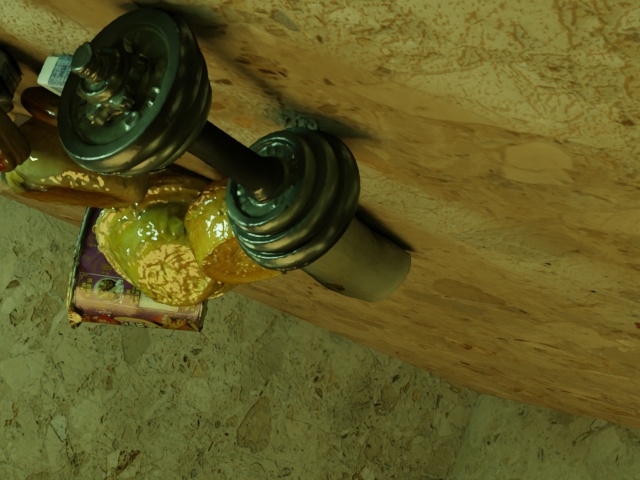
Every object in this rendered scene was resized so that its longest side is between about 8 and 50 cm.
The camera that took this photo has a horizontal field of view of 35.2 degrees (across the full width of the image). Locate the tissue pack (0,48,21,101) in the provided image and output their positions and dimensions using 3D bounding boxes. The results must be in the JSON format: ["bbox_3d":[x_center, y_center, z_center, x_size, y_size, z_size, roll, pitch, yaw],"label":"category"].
[{"bbox_3d":[-0.495,-0.254,1.438,0.112,0.051,0.156,25,171,-7],"label":"tissue pack"}]

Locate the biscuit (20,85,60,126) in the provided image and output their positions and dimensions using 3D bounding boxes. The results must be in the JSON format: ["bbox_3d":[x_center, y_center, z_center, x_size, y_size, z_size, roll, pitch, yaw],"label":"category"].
[{"bbox_3d":[-0.333,-0.176,1.429,0.224,0.033,0.144,16,-163,14],"label":"biscuit"}]

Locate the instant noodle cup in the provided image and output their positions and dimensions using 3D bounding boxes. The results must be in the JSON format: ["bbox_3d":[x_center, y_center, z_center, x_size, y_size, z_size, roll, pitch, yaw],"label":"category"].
[{"bbox_3d":[-0.351,0.049,2.092,0.266,0.340,0.340,13,171,-2],"label":"instant noodle cup"}]

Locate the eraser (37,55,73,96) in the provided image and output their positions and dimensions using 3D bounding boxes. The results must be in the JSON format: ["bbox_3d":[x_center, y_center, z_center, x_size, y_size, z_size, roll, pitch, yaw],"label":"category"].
[{"bbox_3d":[-0.265,-0.193,1.285,0.212,0.046,0.092,12,168,42],"label":"eraser"}]

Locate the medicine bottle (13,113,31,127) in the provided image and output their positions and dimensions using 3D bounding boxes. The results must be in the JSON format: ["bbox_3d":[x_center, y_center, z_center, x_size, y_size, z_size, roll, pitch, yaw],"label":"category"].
[{"bbox_3d":[-0.555,-0.168,1.844,0.074,0.118,0.055,14,169,33],"label":"medicine bottle"}]

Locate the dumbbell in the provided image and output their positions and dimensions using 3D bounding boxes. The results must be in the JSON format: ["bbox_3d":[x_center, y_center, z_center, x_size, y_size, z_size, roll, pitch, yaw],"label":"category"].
[{"bbox_3d":[-0.109,-0.098,1.085,0.179,0.179,0.406,13,167,41],"label":"dumbbell"}]

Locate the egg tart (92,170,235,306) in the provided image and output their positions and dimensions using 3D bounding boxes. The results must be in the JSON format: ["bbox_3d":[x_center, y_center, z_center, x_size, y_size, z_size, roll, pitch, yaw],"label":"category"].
[{"bbox_3d":[-0.260,0.023,1.829,0.319,0.128,0.319,0,133,0],"label":"egg tart"}]

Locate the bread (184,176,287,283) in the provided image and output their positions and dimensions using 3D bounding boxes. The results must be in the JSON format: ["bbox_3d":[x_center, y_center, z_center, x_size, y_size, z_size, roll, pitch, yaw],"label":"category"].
[{"bbox_3d":[-0.148,-0.007,1.665,0.139,0.143,0.229,-24,151,7],"label":"bread"}]

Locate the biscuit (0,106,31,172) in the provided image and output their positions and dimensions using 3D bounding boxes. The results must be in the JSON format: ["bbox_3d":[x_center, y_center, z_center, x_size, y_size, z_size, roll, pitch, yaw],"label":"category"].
[{"bbox_3d":[-0.590,-0.210,1.454,0.394,0.076,0.368,9,143,52],"label":"biscuit"}]

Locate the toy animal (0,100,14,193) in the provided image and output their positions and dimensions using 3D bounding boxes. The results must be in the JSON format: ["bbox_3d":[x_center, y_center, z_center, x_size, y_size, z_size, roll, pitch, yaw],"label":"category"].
[{"bbox_3d":[-0.686,-0.216,1.715,0.363,0.181,0.180,20,179,16],"label":"toy animal"}]

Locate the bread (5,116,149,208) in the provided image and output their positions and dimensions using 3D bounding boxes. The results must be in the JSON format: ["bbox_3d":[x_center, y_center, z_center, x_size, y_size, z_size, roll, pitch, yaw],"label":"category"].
[{"bbox_3d":[-0.384,-0.129,1.593,0.244,0.134,0.244,8,173,1],"label":"bread"}]

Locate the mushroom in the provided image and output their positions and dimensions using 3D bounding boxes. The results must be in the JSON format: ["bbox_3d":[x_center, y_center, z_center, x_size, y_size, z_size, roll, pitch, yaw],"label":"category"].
[{"bbox_3d":[-0.001,0.000,1.584,0.177,0.126,0.397,24,176,28],"label":"mushroom"}]
